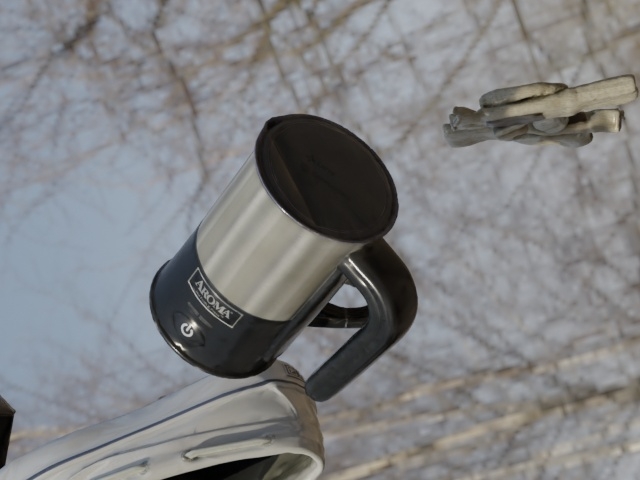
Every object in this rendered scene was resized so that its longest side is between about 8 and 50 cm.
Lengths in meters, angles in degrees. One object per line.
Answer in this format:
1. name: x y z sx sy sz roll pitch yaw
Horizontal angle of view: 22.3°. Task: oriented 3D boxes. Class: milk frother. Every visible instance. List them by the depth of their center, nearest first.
1. milk frother: 0.000 0.000 0.892 0.129 0.135 0.143 35 -138 -6

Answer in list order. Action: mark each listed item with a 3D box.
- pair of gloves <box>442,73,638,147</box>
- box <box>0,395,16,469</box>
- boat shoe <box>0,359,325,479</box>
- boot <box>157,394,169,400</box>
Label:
1. pair of gloves: 0.237 -0.129 1.768 0.240 0.204 0.042 65 -161 -83
2. box: -0.413 0.101 1.199 0.293 0.295 0.073 4 -76 -32
3. boat shoe: -0.116 0.162 0.984 0.095 0.258 0.084 52 -170 -38
4. boot: -0.123 0.216 1.486 0.059 0.084 0.158 36 -123 -49
